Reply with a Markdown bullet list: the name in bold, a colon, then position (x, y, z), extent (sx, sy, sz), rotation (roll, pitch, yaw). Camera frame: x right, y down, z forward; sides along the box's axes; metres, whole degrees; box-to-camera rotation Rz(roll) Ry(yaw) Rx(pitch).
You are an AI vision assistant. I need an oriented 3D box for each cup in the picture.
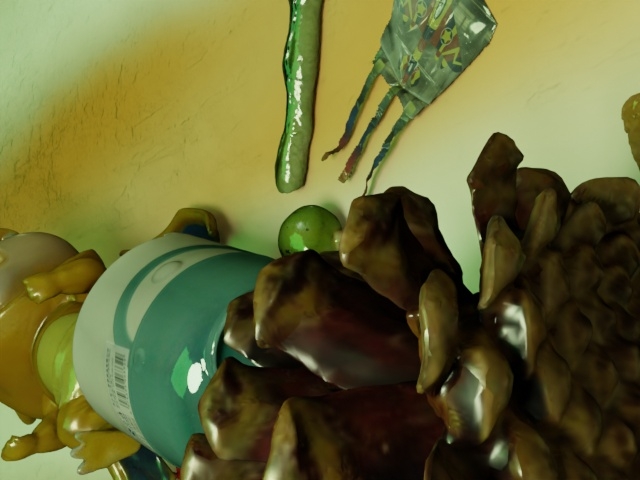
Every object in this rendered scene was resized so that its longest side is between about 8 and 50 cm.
- **cup**: position (-0.082, 0.140, 1.041), extent (0.257, 0.219, 0.290), rotation (13, 136, 56)

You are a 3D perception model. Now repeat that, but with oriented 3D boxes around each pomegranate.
- **pomegranate**: position (-0.001, -0.003, 1.052), extent (0.084, 0.073, 0.073), rotation (-26, 63, 9)

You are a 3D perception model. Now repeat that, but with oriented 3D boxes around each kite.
- **kite**: position (0.071, -0.146, 0.986), extent (0.245, 0.015, 0.141), rotation (-59, 45, 31)

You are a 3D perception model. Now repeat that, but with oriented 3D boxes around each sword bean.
- **sword bean**: position (-0.023, -0.181, 1.100), extent (0.043, 0.038, 0.269), rotation (13, 102, 48)

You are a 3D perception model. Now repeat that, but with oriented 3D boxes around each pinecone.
- **pinecone**: position (0.061, 0.130, 0.692), extent (0.384, 0.384, 0.385), rotation (1, 91, 54)

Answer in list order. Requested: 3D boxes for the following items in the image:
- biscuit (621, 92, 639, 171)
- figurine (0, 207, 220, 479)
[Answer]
- **biscuit**: position (0.283, -0.030, 0.676), extent (0.250, 0.035, 0.162), rotation (47, 122, 42)
- **figurine**: position (-0.291, 0.156, 1.288), extent (0.387, 0.268, 0.401), rotation (14, 106, 51)
